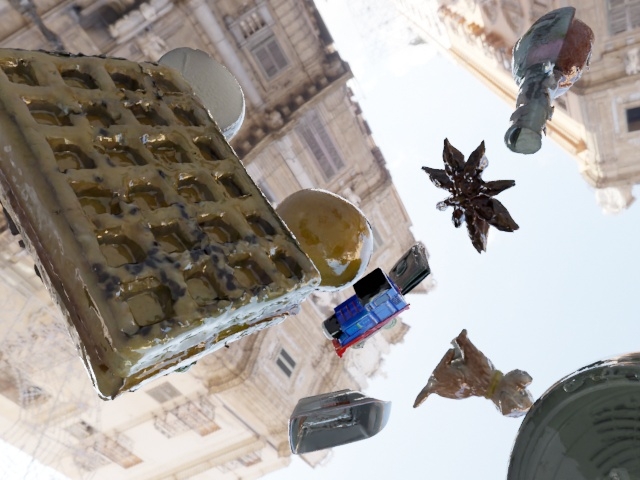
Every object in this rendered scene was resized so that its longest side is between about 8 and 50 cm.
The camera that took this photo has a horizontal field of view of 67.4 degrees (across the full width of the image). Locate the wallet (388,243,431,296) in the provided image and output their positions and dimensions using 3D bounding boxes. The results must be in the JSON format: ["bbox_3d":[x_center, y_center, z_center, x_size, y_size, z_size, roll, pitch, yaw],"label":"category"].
[{"bbox_3d":[0.281,0.101,1.554,0.160,0.055,0.236,-46,-174,18],"label":"wallet"}]

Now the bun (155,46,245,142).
[{"bbox_3d":[-0.219,-0.223,0.813,0.120,0.173,0.173,-31,-157,52],"label":"bun"}]

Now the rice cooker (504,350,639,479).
[{"bbox_3d":[0.398,0.293,0.467,0.335,0.325,0.335,-46,-150,37],"label":"rice cooker"}]

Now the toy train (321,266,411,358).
[{"bbox_3d":[0.096,0.165,1.092,0.204,0.131,0.082,-36,-143,8],"label":"toy train"}]

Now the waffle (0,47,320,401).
[{"bbox_3d":[-0.193,-0.045,0.537,0.261,0.376,0.114,-17,155,-50],"label":"waffle"}]

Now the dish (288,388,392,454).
[{"bbox_3d":[0.041,0.383,1.053,0.234,0.154,0.064,-7,-142,-10],"label":"dish"}]

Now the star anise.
[{"bbox_3d":[0.339,-0.103,1.107,0.088,0.288,0.288,-29,-149,-20],"label":"star anise"}]

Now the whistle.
[{"bbox_3d":[0.386,-0.278,0.823,0.346,0.134,0.142,-61,-173,-32],"label":"whistle"}]

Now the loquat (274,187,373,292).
[{"bbox_3d":[0.000,0.000,1.126,0.263,0.263,0.263,-22,-145,16],"label":"loquat"}]

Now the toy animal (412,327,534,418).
[{"bbox_3d":[0.298,0.296,0.918,0.185,0.104,0.184,35,-101,15],"label":"toy animal"}]

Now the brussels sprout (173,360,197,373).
[{"bbox_3d":[-0.511,0.322,1.623,0.294,0.227,0.259,-41,-149,23],"label":"brussels sprout"}]
